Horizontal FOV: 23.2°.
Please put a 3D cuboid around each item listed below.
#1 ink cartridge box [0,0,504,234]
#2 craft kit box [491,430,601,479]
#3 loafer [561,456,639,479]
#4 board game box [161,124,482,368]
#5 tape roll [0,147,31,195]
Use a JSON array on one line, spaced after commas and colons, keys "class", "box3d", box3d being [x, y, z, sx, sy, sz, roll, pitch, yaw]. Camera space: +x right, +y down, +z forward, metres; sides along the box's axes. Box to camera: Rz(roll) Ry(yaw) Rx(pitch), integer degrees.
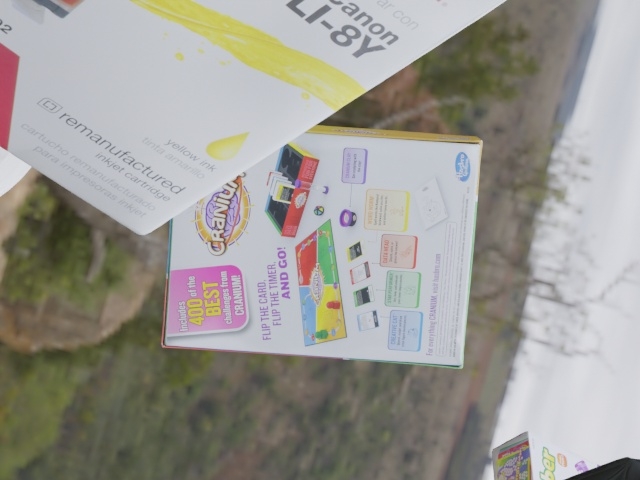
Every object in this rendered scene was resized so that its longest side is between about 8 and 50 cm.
[{"class": "ink cartridge box", "box3d": [-0.092, -0.202, 1.050, 0.384, 0.279, 0.160, -30, -142, 36]}, {"class": "craft kit box", "box3d": [0.269, 0.330, 1.445, 0.061, 0.246, 0.250, -39, -141, 39]}, {"class": "loafer", "box3d": [0.156, 0.096, 0.554, 0.170, 0.062, 0.061, -31, -116, 38]}, {"class": "board game box", "box3d": [0.000, 0.000, 1.626, 0.064, 0.316, 0.242, -89, -176, -81]}, {"class": "tape roll", "box3d": [-0.380, -0.146, 1.442, 0.169, 0.246, 0.246, 12, -94, 64]}]
